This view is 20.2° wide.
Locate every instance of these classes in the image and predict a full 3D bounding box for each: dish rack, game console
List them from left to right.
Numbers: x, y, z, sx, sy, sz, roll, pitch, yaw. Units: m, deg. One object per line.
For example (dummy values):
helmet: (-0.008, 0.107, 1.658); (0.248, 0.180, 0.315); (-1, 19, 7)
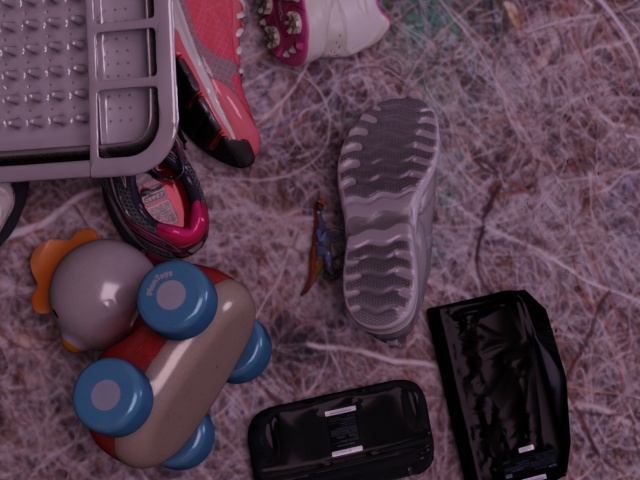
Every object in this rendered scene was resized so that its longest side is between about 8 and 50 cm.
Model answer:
dish rack: (-0.288, -0.198, 1.766); (0.332, 0.072, 0.286); (-3, 90, 16)
game console: (0.096, 0.183, 1.921); (0.361, 0.044, 0.213); (-11, 86, -17)

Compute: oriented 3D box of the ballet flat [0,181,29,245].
ballet flat: (-0.348, -0.008, 1.799); (0.074, 0.074, 0.203); (32, 77, -11)

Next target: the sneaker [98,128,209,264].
sneaker: (-0.199, -0.118, 1.830); (0.121, 0.112, 0.299); (-35, 94, -15)

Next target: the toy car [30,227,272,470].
toy car: (-0.205, 0.088, 1.793); (0.238, 0.219, 0.210); (31, 84, 23)

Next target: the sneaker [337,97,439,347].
sneaker: (0.070, -0.020, 1.911); (0.105, 0.115, 0.281); (4, 65, 12)

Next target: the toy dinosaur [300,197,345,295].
toy dinosaur: (0.000, 0.000, 1.914); (0.090, 0.047, 0.082); (-27, 73, -5)

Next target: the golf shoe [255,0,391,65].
golf shoe: (0.000, -0.340, 1.920); (0.140, 0.115, 0.306); (-5, 93, -27)

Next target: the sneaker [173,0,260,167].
sneaker: (-0.118, -0.230, 1.862); (0.136, 0.116, 0.314); (-27, 92, -18)
